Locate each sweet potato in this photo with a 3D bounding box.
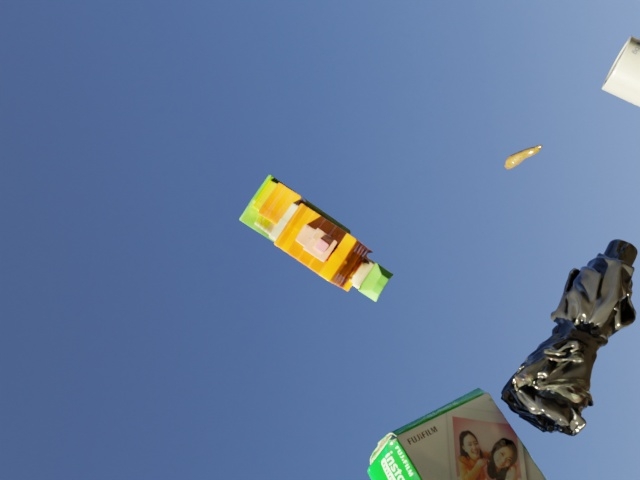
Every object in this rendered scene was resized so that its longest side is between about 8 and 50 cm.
[{"bbox_3d":[0.390,-0.163,1.571,0.026,0.115,0.026,6,-106,-21],"label":"sweet potato"}]

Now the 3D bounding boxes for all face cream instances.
[{"bbox_3d":[0.483,-0.169,1.000,0.077,0.250,0.077,-59,-10,-17],"label":"face cream"}]

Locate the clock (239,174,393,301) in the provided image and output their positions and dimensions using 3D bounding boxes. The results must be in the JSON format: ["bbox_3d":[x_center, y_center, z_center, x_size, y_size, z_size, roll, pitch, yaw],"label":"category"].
[{"bbox_3d":[0.000,0.000,1.490,0.220,0.255,0.106,34,-90,-27],"label":"clock"}]

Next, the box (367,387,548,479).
[{"bbox_3d":[0.191,0.323,0.972,0.180,0.103,0.250,-18,-119,-31],"label":"box"}]

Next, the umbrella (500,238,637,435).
[{"bbox_3d":[0.335,0.114,1.023,0.272,0.110,0.122,-56,-44,-17],"label":"umbrella"}]
